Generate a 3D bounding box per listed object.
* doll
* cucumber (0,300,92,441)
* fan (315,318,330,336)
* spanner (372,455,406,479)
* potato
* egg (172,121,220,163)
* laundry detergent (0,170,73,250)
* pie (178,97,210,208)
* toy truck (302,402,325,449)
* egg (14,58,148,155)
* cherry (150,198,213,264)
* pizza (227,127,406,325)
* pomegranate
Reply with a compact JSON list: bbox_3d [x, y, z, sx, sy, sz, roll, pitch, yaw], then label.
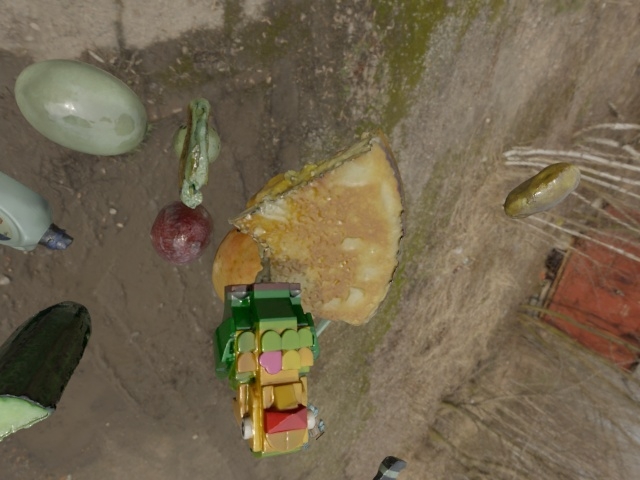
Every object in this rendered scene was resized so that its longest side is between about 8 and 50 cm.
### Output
[{"bbox_3d":[-0.058,0.127,0.449,0.106,0.186,0.134,2,141,-24],"label":"doll"},{"bbox_3d":[-0.374,0.146,0.552,0.115,0.244,0.063,-18,114,-4],"label":"cucumber"},{"bbox_3d":[0.005,0.188,0.957,0.016,0.038,0.193,22,111,-36],"label":"fan"},{"bbox_3d":[0.038,0.507,0.768,0.316,0.024,0.087,-28,115,-23],"label":"spanner"},{"bbox_3d":[0.255,-0.056,0.496,0.092,0.045,0.046,-32,-169,21],"label":"potato"},{"bbox_3d":[-0.476,-0.372,1.662,0.177,0.177,0.228,-60,-173,2],"label":"egg"},{"bbox_3d":[-0.667,-0.055,0.897,0.280,0.215,0.105,35,47,-24],"label":"laundry detergent"},{"bbox_3d":[-0.345,-0.243,1.176,0.067,0.302,0.302,6,114,-23],"label":"pie"},{"bbox_3d":[-0.057,0.708,1.656,0.115,0.080,0.177,-39,130,-30],"label":"toy truck"},{"bbox_3d":[-0.694,-0.388,1.262,0.352,0.258,0.258,20,103,-13],"label":"egg"},{"bbox_3d":[-0.473,-0.026,1.479,0.203,0.300,0.230,33,85,-30],"label":"cherry"},{"bbox_3d":[0.000,0.000,0.574,0.223,0.089,0.323,-4,131,-3],"label":"pizza"},{"bbox_3d":[-0.125,0.097,1.145,0.342,0.342,0.342,-34,141,-34],"label":"pomegranate"}]
